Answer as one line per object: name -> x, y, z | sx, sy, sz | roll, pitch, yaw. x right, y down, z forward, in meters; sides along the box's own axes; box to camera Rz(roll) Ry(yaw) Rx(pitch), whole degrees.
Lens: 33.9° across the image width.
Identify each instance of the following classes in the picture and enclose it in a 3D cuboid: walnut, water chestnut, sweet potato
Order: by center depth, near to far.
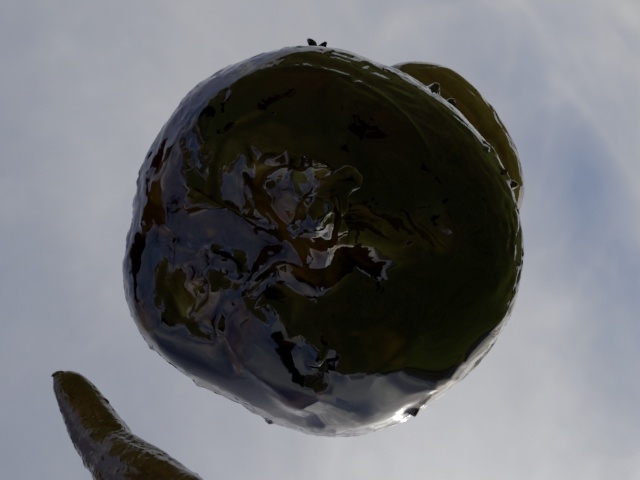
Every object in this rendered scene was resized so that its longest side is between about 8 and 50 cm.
water chestnut -> 0.000, 0.000, 0.845 | 0.335, 0.335, 0.347 | 54, -172, 1
walnut -> 0.102, -0.075, 1.085 | 0.221, 0.195, 0.195 | 58, -143, -5
sweet potato -> -0.270, 0.306, 1.452 | 0.341, 0.114, 0.092 | 32, -156, 35
